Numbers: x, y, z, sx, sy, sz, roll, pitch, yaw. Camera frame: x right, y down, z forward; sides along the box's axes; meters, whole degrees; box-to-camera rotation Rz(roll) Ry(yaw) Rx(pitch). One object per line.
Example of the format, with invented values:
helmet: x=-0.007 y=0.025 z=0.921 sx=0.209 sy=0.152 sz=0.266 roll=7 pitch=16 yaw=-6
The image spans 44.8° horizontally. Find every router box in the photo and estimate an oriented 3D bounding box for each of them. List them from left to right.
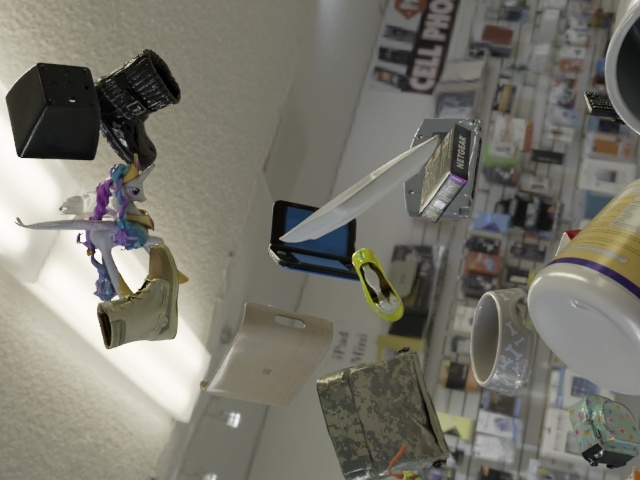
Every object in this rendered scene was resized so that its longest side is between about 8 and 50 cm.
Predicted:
router box: x=0.263 y=-0.142 z=1.633 sx=0.179 sy=0.046 sz=0.133 roll=-75 pitch=12 yaw=-46

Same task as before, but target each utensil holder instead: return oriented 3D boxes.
utensil holder: x=0.739 y=-0.407 z=1.514 sx=0.385 sy=0.328 sz=0.327 roll=-57 pitch=-27 yaw=-50

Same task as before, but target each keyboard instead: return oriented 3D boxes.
keyboard: x=0.786 y=-0.346 z=2.040 sx=0.023 sy=0.180 sz=0.108 roll=113 pitch=157 yaw=-57

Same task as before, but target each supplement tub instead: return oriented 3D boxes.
supplement tub: x=0.510 y=0.049 z=1.198 sx=0.331 sy=0.241 sz=0.241 roll=-40 pitch=-30 yaw=-20

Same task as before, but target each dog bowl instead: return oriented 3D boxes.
dog bowl: x=0.571 y=0.317 z=2.480 sx=0.349 sy=0.102 sz=0.348 roll=-173 pitch=90 yaw=-85

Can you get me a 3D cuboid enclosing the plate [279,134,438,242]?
plate: x=0.078 y=-0.086 z=1.507 sx=0.277 sy=0.045 sz=0.278 roll=-35 pitch=4 yaw=-26

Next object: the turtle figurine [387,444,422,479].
turtle figurine: x=0.210 y=0.577 z=1.637 sx=0.217 sy=0.087 sz=0.269 roll=56 pitch=-154 yaw=-20

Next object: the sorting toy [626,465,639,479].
sorting toy: x=0.624 y=0.468 z=1.476 sx=0.083 sy=0.075 sz=0.045 roll=84 pitch=-168 yaw=-53

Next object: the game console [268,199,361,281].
game console: x=0.000 y=0.000 z=2.418 sx=0.250 sy=0.293 sz=0.173 roll=-142 pitch=64 yaw=-69

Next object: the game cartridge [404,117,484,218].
game cartridge: x=0.334 y=-0.199 z=2.135 sx=0.062 sy=0.198 sz=0.297 roll=43 pitch=-126 yaw=-55

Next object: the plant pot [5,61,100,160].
plant pot: x=-0.616 y=-0.315 z=1.833 sx=0.167 sy=0.187 sz=0.188 roll=-45 pitch=57 yaw=44

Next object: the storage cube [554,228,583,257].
storage cube: x=0.634 y=0.097 z=1.704 sx=0.215 sy=0.193 sz=0.183 roll=-109 pitch=21 yaw=-44

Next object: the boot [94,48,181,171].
boot: x=-0.506 y=-0.366 z=2.250 sx=0.348 sy=0.260 sz=0.131 roll=55 pitch=-165 yaw=-47

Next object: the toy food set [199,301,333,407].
toy food set: x=-0.132 y=0.276 z=1.846 sx=0.306 sy=0.220 sz=0.092 roll=-59 pitch=26 yaw=34

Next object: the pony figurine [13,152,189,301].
pony figurine: x=-0.544 y=-0.022 z=1.994 sx=0.303 sy=0.351 sz=0.363 roll=-68 pitch=-34 yaw=-68

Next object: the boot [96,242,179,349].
boot: x=-0.387 y=0.117 z=1.637 sx=0.165 sy=0.077 sz=0.213 roll=-6 pitch=-82 yaw=-38

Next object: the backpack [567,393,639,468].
backpack: x=0.791 y=0.521 z=2.170 sx=0.144 sy=0.166 sz=0.188 roll=-58 pitch=31 yaw=33

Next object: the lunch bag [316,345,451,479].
lunch bag: x=0.169 y=0.446 z=1.957 sx=0.212 sy=0.256 sz=0.305 roll=10 pitch=-120 yaw=-57

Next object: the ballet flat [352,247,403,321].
ballet flat: x=0.144 y=0.123 z=1.916 sx=0.231 sy=0.077 sz=0.077 roll=61 pitch=-177 yaw=-23
